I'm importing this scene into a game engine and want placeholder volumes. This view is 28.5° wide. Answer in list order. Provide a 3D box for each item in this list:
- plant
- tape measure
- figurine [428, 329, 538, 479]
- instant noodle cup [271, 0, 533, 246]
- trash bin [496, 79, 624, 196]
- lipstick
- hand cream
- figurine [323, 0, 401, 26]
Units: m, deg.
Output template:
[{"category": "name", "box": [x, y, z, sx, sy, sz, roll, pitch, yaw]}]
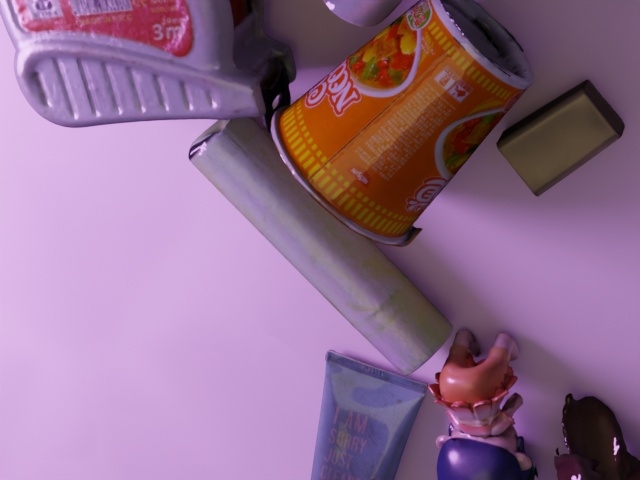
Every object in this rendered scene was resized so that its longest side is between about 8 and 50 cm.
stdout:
[{"category": "plant", "box": [0.297, 0.295, 1.174, 0.178, 0.204, 0.233, 6, 110, -24]}, {"category": "tape measure", "box": [-0.163, -0.213, 1.135, 0.243, 0.125, 0.246, -2, 117, 21]}, {"category": "figurine", "box": [0.150, 0.194, 1.227, 0.112, 0.102, 0.194, 2, 118, 32]}, {"category": "instant noodle cup", "box": [0.079, -0.114, 1.076, 0.168, 0.168, 0.185, 44, 117, -3]}, {"category": "trash bin", "box": [0.208, -0.090, 1.091, 0.092, 0.043, 0.061, -36, 98, 31]}, {"category": "lipstick", "box": [0.000, 0.000, 1.206, 0.304, 0.076, 0.076, 45, 123, -3]}, {"category": "hand cream", "box": [0.032, 0.268, 1.338, 0.111, 0.070, 0.312, 17, 117, 17]}, {"category": "figurine", "box": [0.126, -0.330, 0.956, 0.205, 0.224, 0.382, 22, 150, -14]}]
